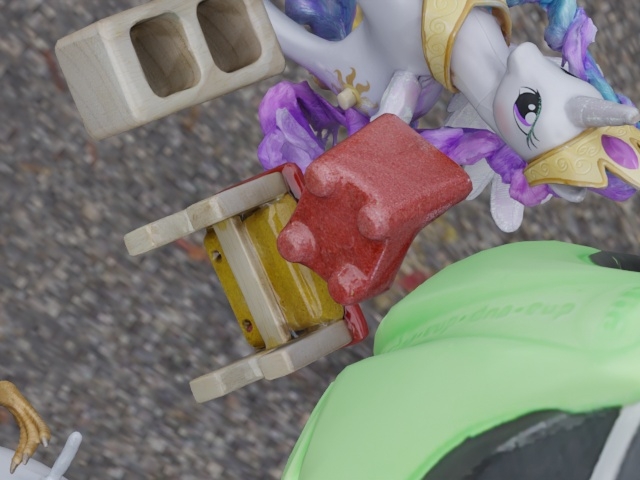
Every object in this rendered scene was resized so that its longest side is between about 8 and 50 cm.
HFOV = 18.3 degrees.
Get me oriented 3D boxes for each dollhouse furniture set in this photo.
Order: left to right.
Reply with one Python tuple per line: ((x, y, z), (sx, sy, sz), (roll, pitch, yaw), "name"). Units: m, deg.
((-0.024, -0.130, 1.004), (0.201, 0.152, 0.374), (-21, 94, 44), "dollhouse furniture set")

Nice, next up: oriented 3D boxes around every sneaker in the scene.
((0.192, 0.184, 0.382), (0.202, 0.483, 0.185), (-19, 34, 59), "sneaker")

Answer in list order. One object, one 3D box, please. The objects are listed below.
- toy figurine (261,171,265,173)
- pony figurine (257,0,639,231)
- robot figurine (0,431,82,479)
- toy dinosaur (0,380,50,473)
((0.000, 0.000, 2.115), (0.159, 0.130, 0.173), (25, 56, 14), "toy figurine")
((0.050, -0.111, 1.305), (0.303, 0.351, 0.363), (-35, 78, -26), "pony figurine")
((-0.228, 0.247, 1.038), (0.200, 0.300, 0.353), (42, 82, 14), "robot figurine")
((-0.181, 0.065, 0.921), (0.064, 0.112, 0.211), (-37, 16, 36), "toy dinosaur")
